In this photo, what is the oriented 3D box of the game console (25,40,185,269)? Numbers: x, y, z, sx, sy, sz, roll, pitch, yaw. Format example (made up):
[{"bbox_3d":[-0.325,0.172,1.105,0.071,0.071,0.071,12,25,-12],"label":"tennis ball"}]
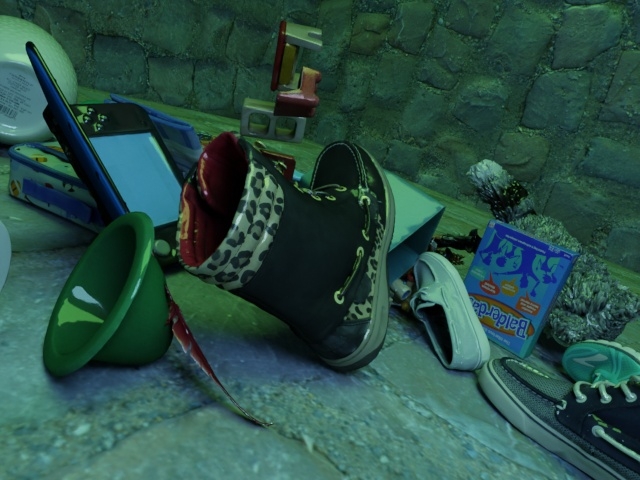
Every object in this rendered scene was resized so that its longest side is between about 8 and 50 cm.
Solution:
[{"bbox_3d":[-0.265,-0.112,0.684,0.250,0.173,0.293,-28,87,-55],"label":"game console"}]

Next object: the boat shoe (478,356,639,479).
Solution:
[{"bbox_3d":[0.368,0.211,0.581,0.127,0.158,0.340,3,22,-42],"label":"boat shoe"}]

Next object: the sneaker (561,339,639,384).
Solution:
[{"bbox_3d":[0.460,0.238,0.705,0.109,0.107,0.275,0,18,-13],"label":"sneaker"}]

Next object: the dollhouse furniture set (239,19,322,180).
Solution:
[{"bbox_3d":[-0.105,-0.171,0.835,0.152,0.374,0.201,7,41,-10],"label":"dollhouse furniture set"}]

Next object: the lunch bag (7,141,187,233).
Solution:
[{"bbox_3d":[-0.399,-0.101,0.877,0.303,0.115,0.243,20,19,12],"label":"lunch bag"}]

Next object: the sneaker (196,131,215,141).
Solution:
[{"bbox_3d":[-0.492,-0.317,1.536,0.296,0.112,0.131,11,0,-28],"label":"sneaker"}]

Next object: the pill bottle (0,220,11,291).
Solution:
[{"bbox_3d":[-0.457,-0.007,0.421,0.282,0.161,0.160,19,16,1],"label":"pill bottle"}]

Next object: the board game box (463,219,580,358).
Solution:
[{"bbox_3d":[0.355,0.087,0.877,0.160,0.211,0.047,30,21,38],"label":"board game box"}]

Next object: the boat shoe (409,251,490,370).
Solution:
[{"bbox_3d":[0.196,0.109,0.778,0.081,0.079,0.228,2,47,-24],"label":"boat shoe"}]

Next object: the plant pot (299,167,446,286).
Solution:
[{"bbox_3d":[0.074,-0.041,0.884,0.165,0.166,0.234,-35,64,-28],"label":"plant pot"}]

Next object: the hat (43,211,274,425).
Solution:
[{"bbox_3d":[-0.173,0.098,0.523,0.183,0.172,0.209,37,38,-39],"label":"hat"}]

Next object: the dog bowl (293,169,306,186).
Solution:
[{"bbox_3d":[-0.056,-0.100,1.154,0.297,0.166,0.074,14,26,-13],"label":"dog bowl"}]

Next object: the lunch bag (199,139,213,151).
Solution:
[{"bbox_3d":[-0.240,-0.176,1.292,0.292,0.120,0.258,10,22,-20],"label":"lunch bag"}]

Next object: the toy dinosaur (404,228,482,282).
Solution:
[{"bbox_3d":[0.259,0.033,1.088,0.218,0.165,0.321,13,27,41],"label":"toy dinosaur"}]

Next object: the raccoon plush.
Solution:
[{"bbox_3d":[0.437,0.035,0.969,0.446,0.216,0.299,46,13,7],"label":"raccoon plush"}]

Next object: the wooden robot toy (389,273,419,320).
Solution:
[{"bbox_3d":[0.175,0.112,0.865,0.173,0.076,0.079,0,35,-45],"label":"wooden robot toy"}]

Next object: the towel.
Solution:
[{"bbox_3d":[-0.318,-0.164,0.983,0.209,0.285,0.034,23,62,14],"label":"towel"}]

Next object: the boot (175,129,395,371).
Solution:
[{"bbox_3d":[-0.029,-0.047,0.624,0.138,0.378,0.284,-19,-39,34],"label":"boot"}]

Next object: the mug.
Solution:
[{"bbox_3d":[-0.695,-0.340,1.134,0.374,0.276,0.328,45,-2,-41],"label":"mug"}]

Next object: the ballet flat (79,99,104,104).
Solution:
[{"bbox_3d":[-0.631,-0.332,1.376,0.123,0.123,0.348,3,19,-42],"label":"ballet flat"}]
